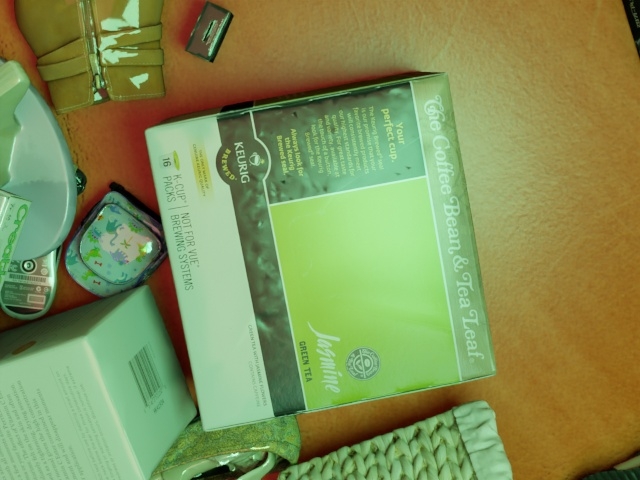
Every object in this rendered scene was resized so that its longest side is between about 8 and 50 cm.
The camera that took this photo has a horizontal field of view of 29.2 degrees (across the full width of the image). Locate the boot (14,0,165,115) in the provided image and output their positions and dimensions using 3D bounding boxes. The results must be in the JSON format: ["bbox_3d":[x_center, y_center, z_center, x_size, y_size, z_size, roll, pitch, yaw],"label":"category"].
[{"bbox_3d":[-0.201,-0.268,1.369,0.284,0.109,0.220,-13,97,1],"label":"boot"}]

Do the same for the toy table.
[{"bbox_3d":[-0.391,-0.104,1.331,0.252,0.161,0.274,-44,83,9],"label":"toy table"}]

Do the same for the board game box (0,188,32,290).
[{"bbox_3d":[-0.427,0.069,1.217,0.193,0.053,0.305,20,91,15],"label":"board game box"}]

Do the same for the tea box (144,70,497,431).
[{"bbox_3d":[0.000,0.000,1.362,0.324,0.220,0.328,-10,98,-1],"label":"tea box"}]

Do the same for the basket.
[{"bbox_3d":[0.119,0.412,1.343,0.267,0.331,0.328,-15,117,4],"label":"basket"}]

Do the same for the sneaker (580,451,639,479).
[{"bbox_3d":[0.432,0.297,1.478,0.331,0.146,0.122,-35,70,25],"label":"sneaker"}]

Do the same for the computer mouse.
[{"bbox_3d":[-0.337,-0.004,1.436,0.106,0.042,0.192,9,92,-9],"label":"computer mouse"}]

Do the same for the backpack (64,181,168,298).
[{"bbox_3d":[-0.236,0.009,1.420,0.105,0.084,0.114,38,97,-4],"label":"backpack"}]

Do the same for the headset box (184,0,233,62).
[{"bbox_3d":[-0.125,-0.236,1.391,0.032,0.083,0.062,24,95,-5],"label":"headset box"}]

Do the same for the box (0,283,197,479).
[{"bbox_3d":[-0.342,0.198,1.342,0.345,0.215,0.168,-18,99,13],"label":"box"}]

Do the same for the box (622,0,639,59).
[{"bbox_3d":[0.447,-0.288,1.415,0.180,0.077,0.147,-20,98,0],"label":"box"}]

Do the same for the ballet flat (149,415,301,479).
[{"bbox_3d":[-0.185,0.283,1.435,0.349,0.123,0.123,-22,98,-2],"label":"ballet flat"}]
